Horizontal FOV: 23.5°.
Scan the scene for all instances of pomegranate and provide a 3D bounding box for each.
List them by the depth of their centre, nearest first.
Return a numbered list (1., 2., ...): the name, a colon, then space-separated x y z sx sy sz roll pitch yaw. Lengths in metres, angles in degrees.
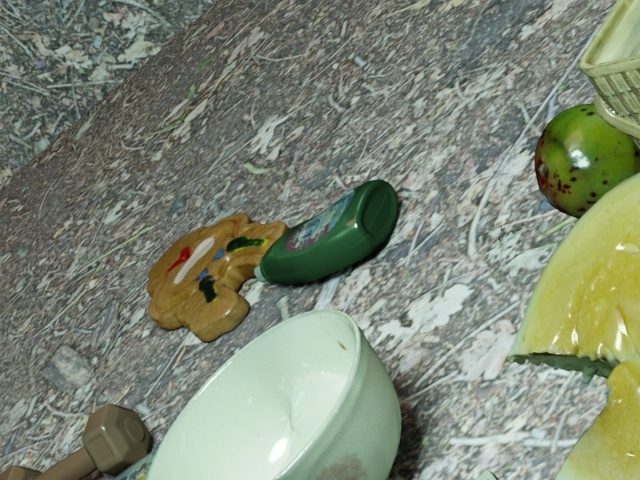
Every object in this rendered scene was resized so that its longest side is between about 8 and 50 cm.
1. pomegranate: 0.277 -0.075 1.544 0.130 0.130 0.130 -36 23 18

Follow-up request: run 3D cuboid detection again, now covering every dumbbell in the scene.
1. dumbbell: -0.313 0.288 1.926 0.231 0.092 0.082 -33 -3 24

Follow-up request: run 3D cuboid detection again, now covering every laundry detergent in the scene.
1. laundry detergent: 0.000 0.000 1.939 0.211 0.063 0.137 -28 25 39

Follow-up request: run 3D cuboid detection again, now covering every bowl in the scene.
1. bowl: -0.028 0.212 1.495 0.277 0.145 0.277 -35 25 19

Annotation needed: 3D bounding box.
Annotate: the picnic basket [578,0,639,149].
1. picnic basket: 0.424 -0.183 1.403 0.313 0.175 0.228 -6 42 50

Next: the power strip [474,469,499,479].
1. power strip: 0.156 0.260 1.251 0.060 0.027 0.253 -43 22 3

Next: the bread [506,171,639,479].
1. bread: 0.287 0.091 1.104 0.333 0.160 0.333 -33 46 42

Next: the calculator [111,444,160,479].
1. calculator: -0.222 0.317 1.776 0.268 0.040 0.177 -30 25 31

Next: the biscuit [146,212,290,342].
1. biscuit: -0.156 0.042 2.146 0.202 0.047 0.334 -49 22 -13
